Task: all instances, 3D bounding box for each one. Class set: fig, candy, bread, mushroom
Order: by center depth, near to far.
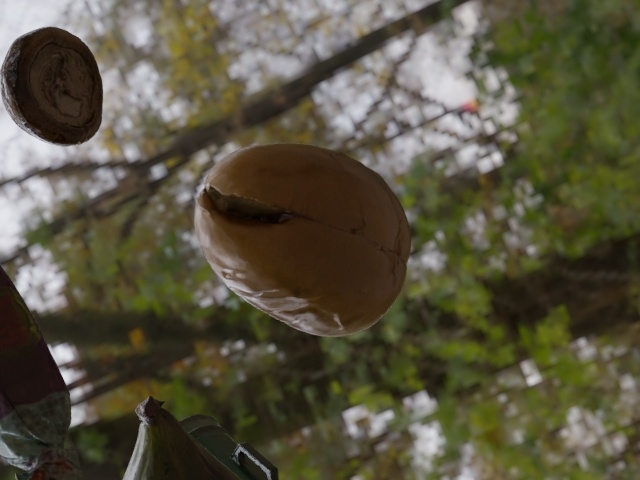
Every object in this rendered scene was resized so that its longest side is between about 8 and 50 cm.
[{"bbox_3d":[-0.157,0.051,0.873,0.175,0.045,0.043,60,155,22],"label":"candy"},{"bbox_3d":[0.000,0.000,1.118,0.189,0.077,0.114,22,-95,-54],"label":"bread"},{"bbox_3d":[-0.107,0.209,1.405,0.126,0.133,0.185,146,109,-81],"label":"fig"},{"bbox_3d":[-0.257,-0.146,1.723,0.123,0.052,0.123,14,-107,-51],"label":"mushroom"}]

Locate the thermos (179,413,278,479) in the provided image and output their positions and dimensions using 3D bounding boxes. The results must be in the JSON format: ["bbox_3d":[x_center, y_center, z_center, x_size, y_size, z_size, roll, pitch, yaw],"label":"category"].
[{"bbox_3d":[-0.067,0.231,1.640,0.187,0.083,0.073,35,-178,44],"label":"thermos"}]
